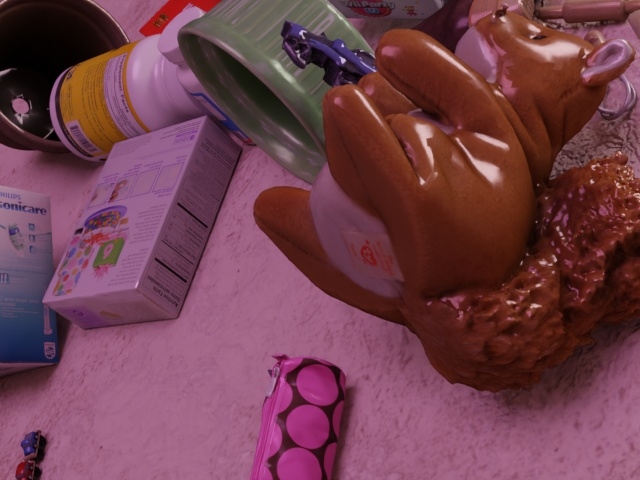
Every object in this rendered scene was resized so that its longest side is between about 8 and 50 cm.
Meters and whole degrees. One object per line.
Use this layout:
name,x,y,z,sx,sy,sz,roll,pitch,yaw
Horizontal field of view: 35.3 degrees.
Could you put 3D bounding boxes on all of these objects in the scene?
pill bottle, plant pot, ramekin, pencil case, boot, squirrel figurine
pill bottle,-0.150,-0.264,1.605,0.124,0.221,0.124,-26,42,26
plant pot,-0.568,-0.306,2.026,0.280,0.323,0.323,-20,42,55
pill bottle,-0.312,-0.257,1.788,0.333,0.188,0.188,-9,51,39
ramekin,-0.042,-0.231,1.416,0.148,0.303,0.303,-47,36,-11
pencil case,-0.034,0.235,1.145,0.095,0.098,0.209,-18,47,33
boot,0.206,-0.333,1.401,0.206,0.090,0.248,-18,32,34
squirrel figurine,0.197,-0.059,1.062,0.370,0.397,0.281,-37,-13,-29

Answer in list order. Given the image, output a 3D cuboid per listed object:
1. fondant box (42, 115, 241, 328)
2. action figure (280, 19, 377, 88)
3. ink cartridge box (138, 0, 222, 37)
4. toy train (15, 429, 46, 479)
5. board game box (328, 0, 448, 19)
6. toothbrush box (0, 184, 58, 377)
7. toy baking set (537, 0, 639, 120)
fondant box,-0.287,-0.028,1.635,0.238,0.096,0.330,-10,50,40
action figure,0.067,-0.117,1.262,0.330,0.341,0.178,-58,-1,-25
ink cartridge box,-0.199,-0.534,1.930,0.385,0.091,0.308,-48,37,-1
toy train,-0.435,0.347,1.491,0.027,0.036,0.158,-28,41,24
board game box,0.103,-0.499,1.553,0.224,0.097,0.304,7,76,24
toothbrush box,-0.561,0.077,1.691,0.216,0.126,0.296,-15,74,36
toy baking set,0.336,-0.226,1.249,0.256,0.030,0.197,1,60,39
